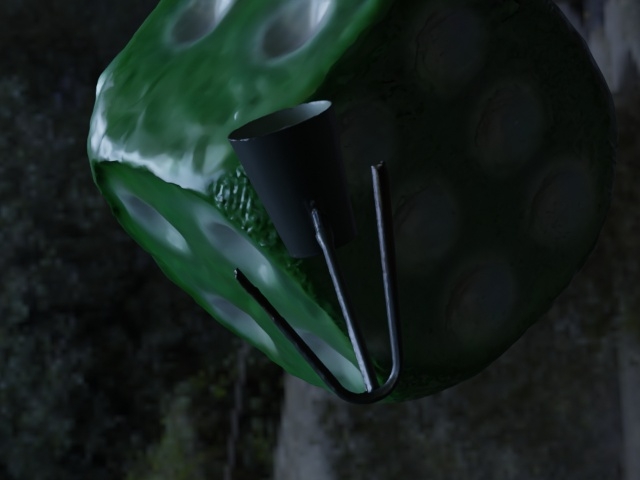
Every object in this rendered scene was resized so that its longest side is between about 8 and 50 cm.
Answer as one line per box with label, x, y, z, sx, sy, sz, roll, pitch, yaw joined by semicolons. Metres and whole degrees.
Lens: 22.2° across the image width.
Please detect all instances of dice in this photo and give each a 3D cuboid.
dice;0.023;-0.068;1.239;0.300;0.287;0.297;17;151;51

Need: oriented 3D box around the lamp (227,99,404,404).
lamp;0.000;0.000;0.429;0.121;0.041;0.054;-106;-3;-76
